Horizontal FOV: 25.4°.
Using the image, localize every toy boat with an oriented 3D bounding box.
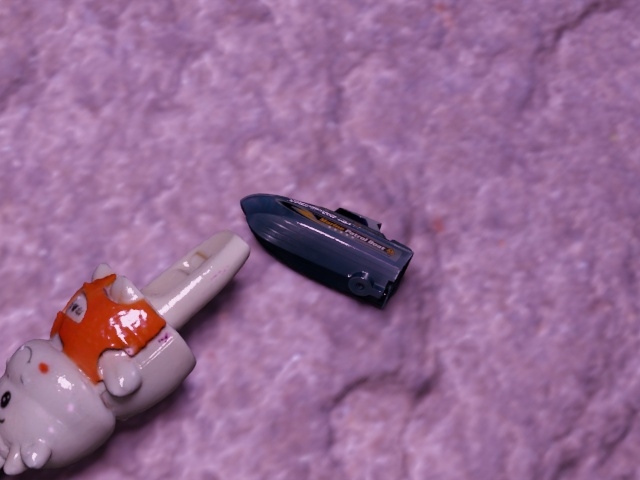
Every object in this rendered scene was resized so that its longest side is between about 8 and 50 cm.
[{"bbox_3d":[0.000,0.000,1.110,0.141,0.055,0.060,24,45,2],"label":"toy boat"}]

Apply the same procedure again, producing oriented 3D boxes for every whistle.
[{"bbox_3d":[-0.151,0.081,1.030,0.253,0.106,0.101,-40,58,-13],"label":"whistle"}]
